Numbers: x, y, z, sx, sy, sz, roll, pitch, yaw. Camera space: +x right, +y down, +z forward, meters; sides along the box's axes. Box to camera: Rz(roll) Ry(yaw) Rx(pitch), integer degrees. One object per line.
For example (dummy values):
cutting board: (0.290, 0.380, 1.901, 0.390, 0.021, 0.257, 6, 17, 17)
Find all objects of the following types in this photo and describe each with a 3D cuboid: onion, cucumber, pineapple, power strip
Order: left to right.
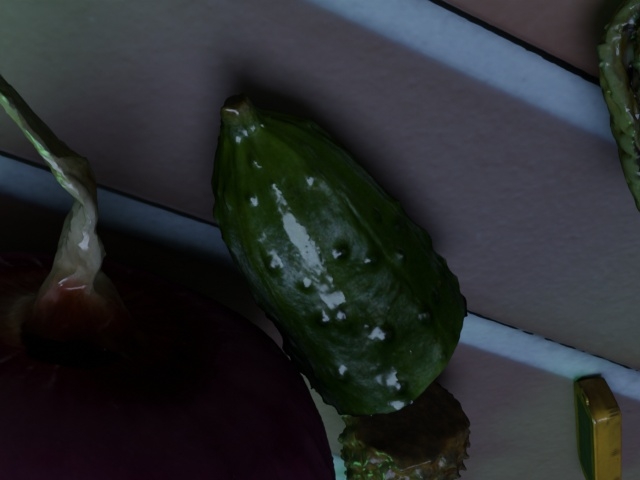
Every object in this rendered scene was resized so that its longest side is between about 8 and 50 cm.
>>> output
onion: (-0.148, 0.135, 0.555, 0.358, 0.358, 0.345, 28, 123, -29)
cucumber: (-0.003, 0.000, 0.605, 0.134, 0.134, 0.244, -22, 128, 13)
pineapple: (0.059, 0.238, 0.840, 0.130, 0.119, 0.277, -17, 138, -18)
power strip: (0.262, 0.193, 0.865, 0.028, 0.049, 0.178, -16, 133, 1)

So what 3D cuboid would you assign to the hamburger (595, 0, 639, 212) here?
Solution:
hamburger: (0.271, -0.085, 0.576, 0.183, 0.130, 0.206, -17, 114, 6)
